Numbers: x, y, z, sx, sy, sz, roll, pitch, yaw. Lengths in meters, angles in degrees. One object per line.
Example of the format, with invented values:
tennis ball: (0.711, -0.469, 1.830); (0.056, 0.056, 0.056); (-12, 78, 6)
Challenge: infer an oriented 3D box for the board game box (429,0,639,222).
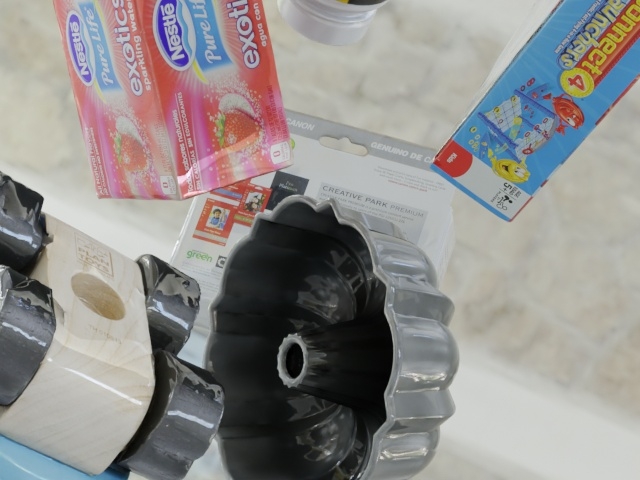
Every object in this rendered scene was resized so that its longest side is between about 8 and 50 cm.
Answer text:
board game box: (0.247, -0.207, 1.569); (0.086, 0.308, 0.302); (37, -46, -2)

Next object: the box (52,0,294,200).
box: (-0.150, -0.197, 1.794); (0.154, 0.142, 0.300); (3, -72, 51)

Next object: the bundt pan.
bundt pan: (0.021, 0.121, 1.889); (0.124, 0.331, 0.331); (5, 0, -35)

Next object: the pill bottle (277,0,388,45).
pill bottle: (0.034, -0.303, 1.884); (0.119, 0.119, 0.208); (27, -48, 3)

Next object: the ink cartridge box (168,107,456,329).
ink cartridge box: (0.000, 0.000, 2.324); (0.309, 0.272, 0.130); (17, -19, 11)

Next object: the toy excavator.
toy excavator: (-0.325, 0.148, 1.739); (0.222, 0.445, 0.433); (30, 23, -27)
